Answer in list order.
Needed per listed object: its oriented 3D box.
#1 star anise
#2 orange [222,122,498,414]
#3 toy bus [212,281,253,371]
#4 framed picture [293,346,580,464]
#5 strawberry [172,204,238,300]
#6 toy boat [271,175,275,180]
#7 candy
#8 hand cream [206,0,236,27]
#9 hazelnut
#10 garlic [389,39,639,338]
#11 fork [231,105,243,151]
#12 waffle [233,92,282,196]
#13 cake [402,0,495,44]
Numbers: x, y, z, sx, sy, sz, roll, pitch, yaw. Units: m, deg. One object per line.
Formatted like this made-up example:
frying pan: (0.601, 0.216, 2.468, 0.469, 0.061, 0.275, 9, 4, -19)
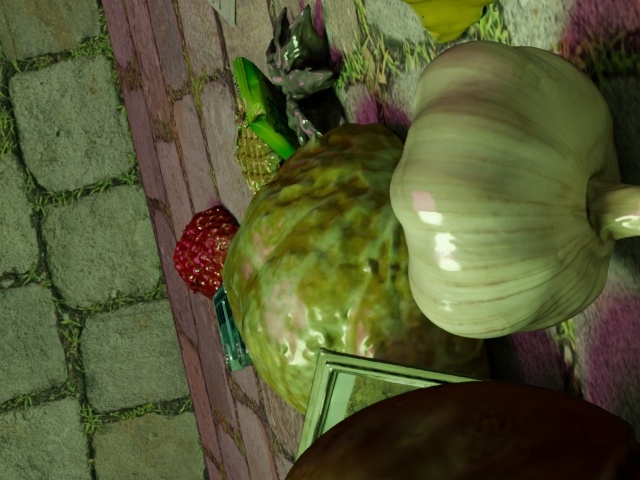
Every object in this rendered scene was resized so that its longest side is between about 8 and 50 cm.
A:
star anise: (-0.020, -0.186, 1.425, 0.180, 0.061, 0.204, 109, 145, -64)
orange: (0.020, 0.047, 1.209, 0.368, 0.211, 0.270, -117, 30, -48)
toy bus: (-0.081, 0.106, 1.792, 0.256, 0.128, 0.147, 136, 121, -75)
framed picture: (0.089, 0.177, 1.084, 0.274, 0.217, 0.017, 98, -179, -58)
strawberry: (-0.206, 0.029, 2.225, 0.236, 0.111, 0.190, 143, 115, -73)
toy boat: (0.000, 0.000, 1.462, 0.229, 0.089, 0.088, 65, 148, 26)
candy: (-0.050, -0.145, 1.499, 0.178, 0.032, 0.102, 39, -145, -58)
hand cream: (-0.164, -0.385, 1.826, 0.142, 0.053, 0.084, 52, 153, 35)
hazelnut: (0.121, 0.268, 0.800, 0.315, 0.372, 0.372, -56, 34, 16)
garlic: (0.164, -0.034, 0.773, 0.226, 0.199, 0.199, 5, 111, 40)
fork: (-0.122, -0.161, 1.797, 0.115, 0.012, 0.016, 103, 156, -61)
waffle: (-0.088, -0.130, 1.784, 0.169, 0.036, 0.183, 101, 153, -51)
cake: (0.077, -0.197, 0.965, 0.185, 0.116, 0.079, 168, 86, -71)
